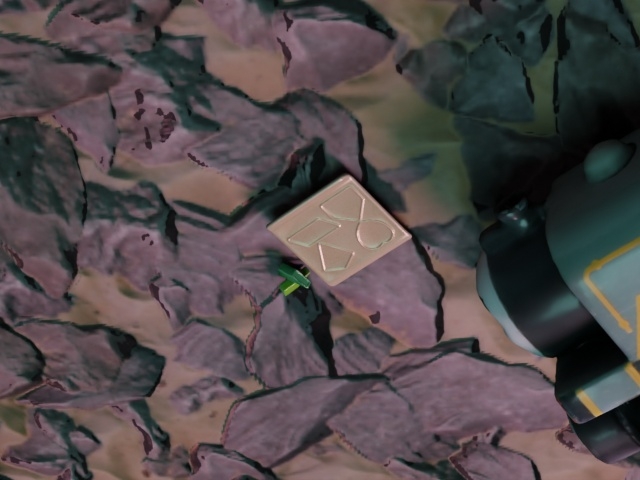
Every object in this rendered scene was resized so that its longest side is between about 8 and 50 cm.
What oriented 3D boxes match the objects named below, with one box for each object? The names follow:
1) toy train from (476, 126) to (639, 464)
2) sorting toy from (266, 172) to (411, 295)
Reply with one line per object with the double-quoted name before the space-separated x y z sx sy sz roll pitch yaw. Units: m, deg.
"toy train" 0.235 -0.009 0.655 0.334 0.142 0.190 -32 109 30
"sorting toy" 0.000 0.000 0.751 0.083 0.012 0.062 -33 126 24
